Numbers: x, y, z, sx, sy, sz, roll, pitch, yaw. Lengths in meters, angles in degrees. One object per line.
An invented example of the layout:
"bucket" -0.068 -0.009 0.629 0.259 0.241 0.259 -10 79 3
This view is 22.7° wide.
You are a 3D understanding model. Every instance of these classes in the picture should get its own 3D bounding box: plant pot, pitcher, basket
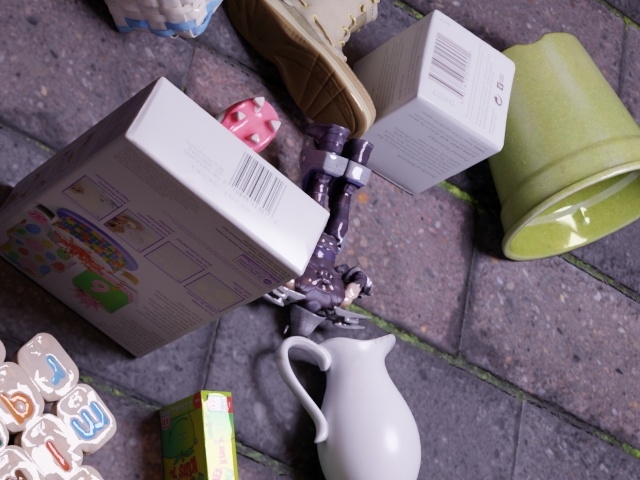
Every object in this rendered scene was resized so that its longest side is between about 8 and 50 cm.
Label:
"plant pot" 0.339 -0.147 2.279 0.276 0.276 0.254 -5 65 -40
"pitcher" 0.031 0.216 1.958 0.178 0.125 0.207 7 59 -30
"basket" -0.194 -0.414 1.940 0.255 0.201 0.289 -58 138 -37

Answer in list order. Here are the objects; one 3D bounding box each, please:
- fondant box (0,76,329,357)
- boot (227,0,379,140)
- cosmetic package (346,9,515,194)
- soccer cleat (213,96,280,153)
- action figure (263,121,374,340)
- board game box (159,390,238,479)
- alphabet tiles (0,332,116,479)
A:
"fondant box" -0.186 -0.014 1.730 0.238 0.330 0.096 39 50 -20
"boot" 0.023 -0.267 2.145 0.262 0.095 0.203 48 45 12
"cosmetic package" 0.142 -0.183 2.162 0.151 0.183 0.151 30 56 -25
"soccer cleat" -0.156 -0.098 1.967 0.248 0.095 0.083 -34 91 -27
"action figure" 0.000 0.000 2.036 0.185 0.099 0.285 25 71 -37
"board game box" -0.136 0.270 1.813 0.043 0.092 0.181 8 67 -37
"alphabet tiles" -0.340 0.224 1.656 0.278 0.021 0.284 54 47 -8
